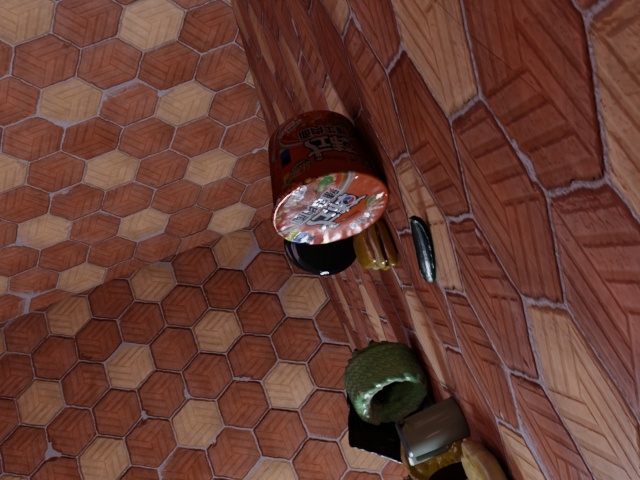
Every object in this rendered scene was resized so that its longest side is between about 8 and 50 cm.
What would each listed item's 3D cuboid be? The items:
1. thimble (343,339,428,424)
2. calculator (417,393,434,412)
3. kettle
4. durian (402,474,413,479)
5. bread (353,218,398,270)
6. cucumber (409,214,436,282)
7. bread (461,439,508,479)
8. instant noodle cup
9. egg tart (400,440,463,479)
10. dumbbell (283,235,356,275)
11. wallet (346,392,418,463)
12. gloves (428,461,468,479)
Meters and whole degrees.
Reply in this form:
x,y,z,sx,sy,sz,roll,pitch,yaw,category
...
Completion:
x,y,z,sx,sy,sz,roll,pitch,yaw,category
0.170,0.374,2.092,0.150,0.219,0.219,-117,7,-47,thimble
0.281,0.444,2.194,0.210,0.039,0.121,-118,10,-55,calculator
0.255,0.437,1.822,0.127,0.148,0.098,77,169,-63,kettle
0.305,0.657,2.127,0.306,0.167,0.172,-96,-11,-72,durian
0.126,0.016,1.870,0.200,0.077,0.116,120,136,-83,bread
0.188,0.019,1.432,0.036,0.033,0.184,31,152,37,cucumber
0.370,0.551,1.626,0.316,0.054,0.316,158,90,-84,bread
-0.001,-0.137,1.667,0.250,0.250,0.192,76,178,-58,instant noodle cup
0.288,0.532,1.986,0.074,0.191,0.191,18,-141,-49,egg tart
0.000,0.000,2.348,0.322,0.204,0.203,173,76,-85,dumbbell
0.184,0.497,2.170,0.323,0.247,0.041,-84,17,-69,wallet
0.355,0.671,1.827,0.116,0.133,0.294,-172,60,-84,gloves
